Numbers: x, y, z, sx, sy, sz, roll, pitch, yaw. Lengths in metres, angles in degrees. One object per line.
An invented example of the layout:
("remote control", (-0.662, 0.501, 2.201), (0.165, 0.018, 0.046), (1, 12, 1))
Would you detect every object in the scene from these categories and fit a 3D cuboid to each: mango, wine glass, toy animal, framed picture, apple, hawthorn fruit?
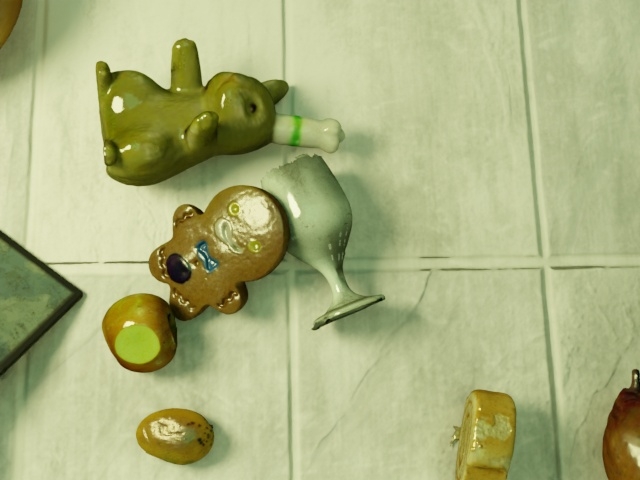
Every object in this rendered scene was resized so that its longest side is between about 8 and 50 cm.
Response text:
("mango", (-0.208, 0.280, 1.092), (0.114, 0.057, 0.079), (2, 82, 6))
("wine glass", (0.000, 0.000, 1.127), (0.126, 0.126, 0.241), (-21, 82, -7))
("toy animal", (-0.158, -0.192, 1.127), (0.362, 0.180, 0.181), (-16, 61, -5))
("framed picture", (-0.558, 0.063, 1.085), (0.347, 0.016, 0.265), (37, 53, 5))
("apple", (-0.259, 0.133, 1.099), (0.102, 0.099, 0.114), (-12, 108, 1))
("hawthorn fruit", (0.495, 0.297, 1.061), (0.208, 0.208, 0.248), (-26, 67, -8))

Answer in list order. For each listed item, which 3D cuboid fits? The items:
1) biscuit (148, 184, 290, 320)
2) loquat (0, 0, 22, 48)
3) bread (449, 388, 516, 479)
("biscuit", (-0.148, 0.015, 1.108), (0.236, 0.039, 0.180), (-36, 78, 18))
("loquat", (-0.591, -0.387, 1.082), (0.328, 0.328, 0.329), (1, 78, -3))
("bread", (0.229, 0.287, 1.079), (0.073, 0.122, 0.149), (10, 77, 2))
